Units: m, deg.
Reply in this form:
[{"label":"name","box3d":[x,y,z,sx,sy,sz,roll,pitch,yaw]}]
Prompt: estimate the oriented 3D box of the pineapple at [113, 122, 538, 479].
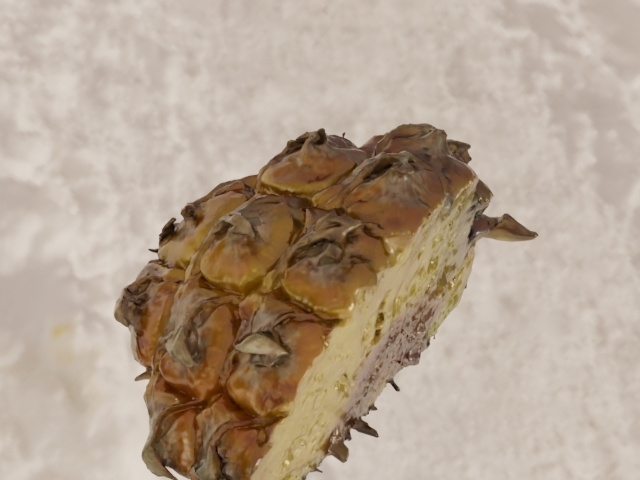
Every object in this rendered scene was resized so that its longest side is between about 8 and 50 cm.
[{"label":"pineapple","box3d":[-0.005,-0.002,0.692,0.158,0.161,0.334,27,35,25]}]
